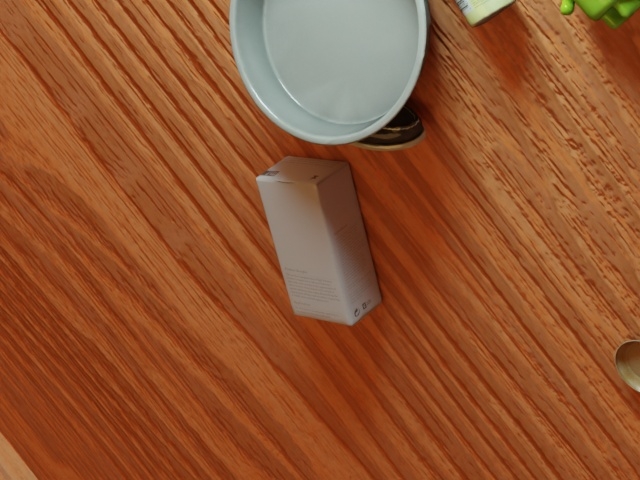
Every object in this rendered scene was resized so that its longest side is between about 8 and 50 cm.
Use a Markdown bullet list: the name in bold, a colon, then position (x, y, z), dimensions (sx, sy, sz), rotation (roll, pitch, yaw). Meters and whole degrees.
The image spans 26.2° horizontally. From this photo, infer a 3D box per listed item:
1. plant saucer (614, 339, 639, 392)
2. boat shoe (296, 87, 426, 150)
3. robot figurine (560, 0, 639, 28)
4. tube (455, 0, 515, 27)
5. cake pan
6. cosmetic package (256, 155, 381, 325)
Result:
- **plant saucer**: position (0.415, 0.159, 1.747), dimensions (0.083, 0.015, 0.083), rotation (24, 132, 29)
- **boat shoe**: position (0.037, -0.178, 1.795), dimensions (0.228, 0.081, 0.068), rotation (21, 135, 35)
- **robot figurine**: position (0.297, -0.285, 1.486), dimensions (0.115, 0.067, 0.101), rotation (49, 152, 3)
- **tube**: position (0.141, -0.363, 1.587), dimensions (0.070, 0.062, 0.240), rotation (-32, 91, 6)
- **cake pan**: position (0.016, -0.266, 1.711), dimensions (0.293, 0.054, 0.293), rotation (9, 106, 34)
- **cosmetic package**: position (0.000, 0.000, 1.963), dimensions (0.117, 0.085, 0.231), rotation (9, 123, 38)
